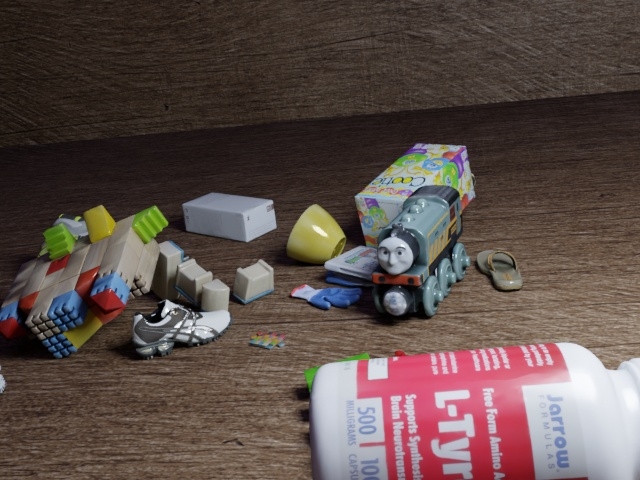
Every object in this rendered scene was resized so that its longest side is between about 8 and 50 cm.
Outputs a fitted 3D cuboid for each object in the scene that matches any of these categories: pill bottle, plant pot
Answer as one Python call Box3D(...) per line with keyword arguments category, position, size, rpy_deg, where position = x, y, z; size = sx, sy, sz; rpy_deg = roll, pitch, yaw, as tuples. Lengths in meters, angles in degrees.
Box3D(category="pill bottle", position=(0.201, 0.237, 0.979), size=(0.407, 0.229, 0.229), rpy_deg=(-6, 19, 5))
Box3D(category="plant pot", position=(0.000, 0.000, 1.928), size=(0.095, 0.134, 0.134), rpy_deg=(30, 32, 17))

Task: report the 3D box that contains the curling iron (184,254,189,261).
Box3D(category="curling iron", position=(-0.405, 0.036, 2.089), size=(0.068, 0.035, 0.274), rpy_deg=(-21, 24, -35))

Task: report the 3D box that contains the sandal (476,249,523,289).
Box3D(category="sandal", position=(0.362, 0.049, 1.733), size=(0.072, 0.049, 0.180), rpy_deg=(-8, 19, -1))

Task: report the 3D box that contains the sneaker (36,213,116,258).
Box3D(category="sneaker", position=(-0.503, 0.046, 1.991), size=(0.384, 0.145, 0.147), rpy_deg=(7, 57, 39))

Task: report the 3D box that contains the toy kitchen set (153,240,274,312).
Box3D(category="toy kitchen set", position=(-0.226, 0.083, 1.819), size=(0.166, 0.122, 0.207), rpy_deg=(-23, 44, -39))

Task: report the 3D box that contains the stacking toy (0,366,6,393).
Box3D(category="stacking toy", position=(-0.653, 0.285, 1.454), size=(0.166, 0.052, 0.221), rpy_deg=(-7, 21, 8))

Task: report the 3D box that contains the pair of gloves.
Box3D(category="pair of gloves", position=(0.047, 0.092, 1.775), size=(0.159, 0.023, 0.198), rpy_deg=(9, 26, 40))

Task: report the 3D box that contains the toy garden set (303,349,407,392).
Box3D(category="toy garden set", position=(0.093, 0.239, 1.285), size=(0.203, 0.049, 0.244), rpy_deg=(-15, 18, -4))

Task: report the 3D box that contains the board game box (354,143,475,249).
Box3D(category="board game box", position=(0.223, -0.101, 2.002), size=(0.144, 0.142, 0.275), rpy_deg=(8, 36, 38))

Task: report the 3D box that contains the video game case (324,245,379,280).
Box3D(category="video game case", position=(0.109, 0.049, 1.828), size=(0.143, 0.019, 0.157), rpy_deg=(12, 19, 29))

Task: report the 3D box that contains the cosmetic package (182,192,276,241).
Box3D(category="cosmetic package", position=(-0.238, -0.062, 2.239), size=(0.231, 0.086, 0.117), rpy_deg=(12, 27, 40))

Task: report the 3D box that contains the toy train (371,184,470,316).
Box3D(category="toy train", position=(0.192, 0.018, 1.673), size=(0.142, 0.190, 0.334), rpy_deg=(2, 21, 26))

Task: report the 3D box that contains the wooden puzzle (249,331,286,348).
Box3D(category="wooden puzzle", position=(-0.098, 0.183, 1.589), size=(0.083, 0.006, 0.049), rpy_deg=(6, 23, 35))

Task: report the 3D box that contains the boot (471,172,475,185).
Box3D(category="boot", position=(0.314, -0.104, 2.182), size=(0.197, 0.077, 0.137), rpy_deg=(-22, 24, -1))

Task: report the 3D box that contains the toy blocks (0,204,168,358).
Box3D(category="toy blocks", position=(-0.479, 0.107, 1.685), size=(0.381, 0.191, 0.261), rpy_deg=(-22, 32, 16))

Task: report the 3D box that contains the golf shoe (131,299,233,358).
Box3D(category="golf shoe", position=(-0.257, 0.151, 1.615), size=(0.198, 0.094, 0.077), rpy_deg=(-16, 20, -28))
